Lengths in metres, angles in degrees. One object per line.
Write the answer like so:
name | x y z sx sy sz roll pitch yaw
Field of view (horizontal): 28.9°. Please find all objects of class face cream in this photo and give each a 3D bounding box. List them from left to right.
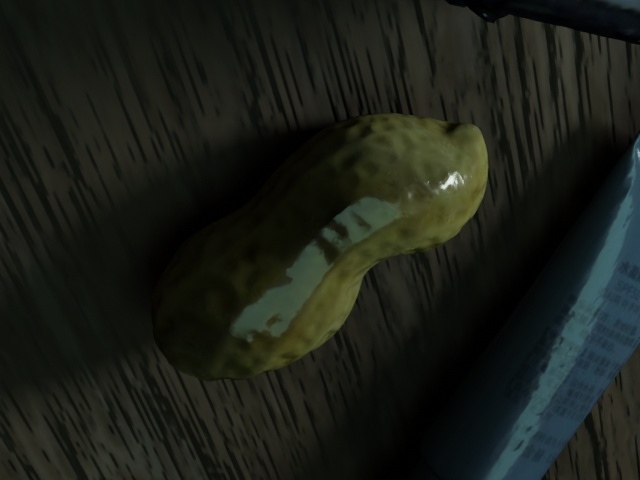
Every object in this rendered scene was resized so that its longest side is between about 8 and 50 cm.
face cream | 0.162 0.092 0.890 0.136 0.086 0.385 23 106 -39

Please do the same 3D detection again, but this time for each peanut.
peanut | 0.000 0.000 0.736 0.229 0.098 0.103 -38 172 4

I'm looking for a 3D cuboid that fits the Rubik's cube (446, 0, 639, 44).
Rubik's cube | 0.166 -0.243 0.501 0.307 0.305 0.310 8 119 -29
